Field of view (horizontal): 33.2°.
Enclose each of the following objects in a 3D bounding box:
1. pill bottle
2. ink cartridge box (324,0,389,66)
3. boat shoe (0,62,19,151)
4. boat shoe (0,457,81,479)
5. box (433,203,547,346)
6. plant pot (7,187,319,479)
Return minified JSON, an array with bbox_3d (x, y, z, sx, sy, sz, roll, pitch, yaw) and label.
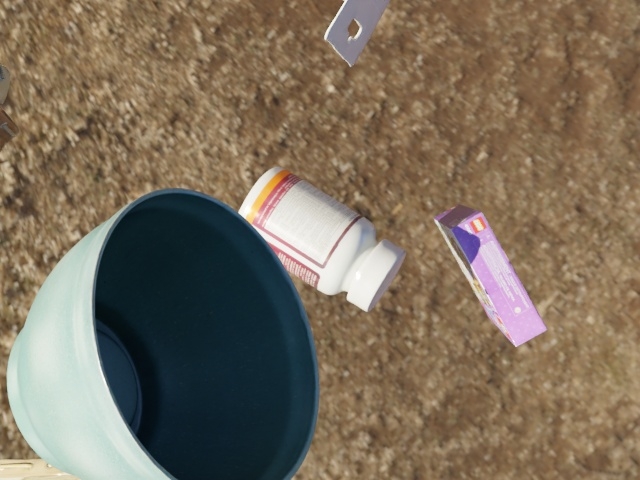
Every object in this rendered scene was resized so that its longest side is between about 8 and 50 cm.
[{"bbox_3d":[0.000,0.000,1.497,0.221,0.121,0.121,32,104,11],"label":"pill bottle"},{"bbox_3d":[0.059,-0.404,1.292,0.119,0.207,0.353,28,94,10],"label":"ink cartridge box"},{"bbox_3d":[-0.460,-0.201,1.353,0.120,0.122,0.324,-36,165,-16],"label":"boat shoe"},{"bbox_3d":[-0.340,0.341,1.565,0.341,0.110,0.121,-10,154,6],"label":"boat shoe"},{"bbox_3d":[0.262,0.046,1.701,0.057,0.293,0.201,-29,94,3],"label":"box"},{"bbox_3d":[-0.167,0.119,1.014,0.196,0.293,0.293,-21,134,33],"label":"plant pot"}]
